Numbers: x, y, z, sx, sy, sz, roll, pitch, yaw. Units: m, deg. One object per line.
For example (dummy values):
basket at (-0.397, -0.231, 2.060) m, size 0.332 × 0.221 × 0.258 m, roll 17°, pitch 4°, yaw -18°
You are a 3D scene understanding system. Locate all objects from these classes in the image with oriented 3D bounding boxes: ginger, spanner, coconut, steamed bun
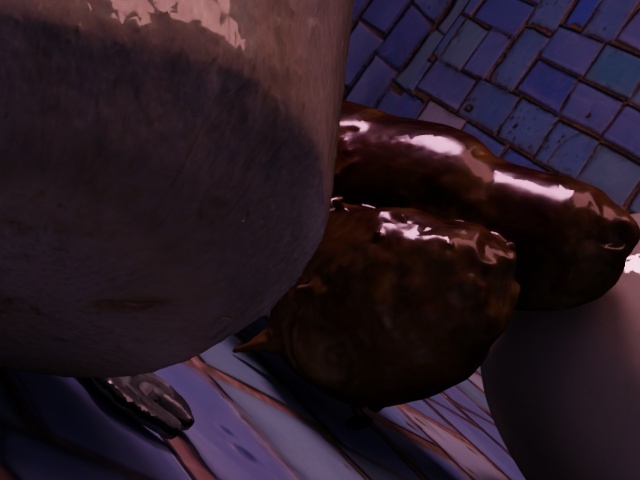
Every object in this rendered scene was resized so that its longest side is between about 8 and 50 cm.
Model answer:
ginger at (0.000, 0.000, 1.061) m, size 0.418 × 0.254 × 0.176 m, roll 20°, pitch -49°, yaw 43°
spanner at (-0.177, 0.005, 0.722) m, size 0.302 × 0.017 × 0.071 m, roll 37°, pitch 5°, yaw 17°
coconut at (-0.100, -0.087, 0.590) m, size 0.237 × 0.237 × 0.265 m, roll 31°, pitch 49°, yaw -43°
steamed bun at (0.258, 0.143, 1.120) m, size 0.324 × 0.206 × 0.324 m, roll 53°, pitch -11°, yaw 15°
